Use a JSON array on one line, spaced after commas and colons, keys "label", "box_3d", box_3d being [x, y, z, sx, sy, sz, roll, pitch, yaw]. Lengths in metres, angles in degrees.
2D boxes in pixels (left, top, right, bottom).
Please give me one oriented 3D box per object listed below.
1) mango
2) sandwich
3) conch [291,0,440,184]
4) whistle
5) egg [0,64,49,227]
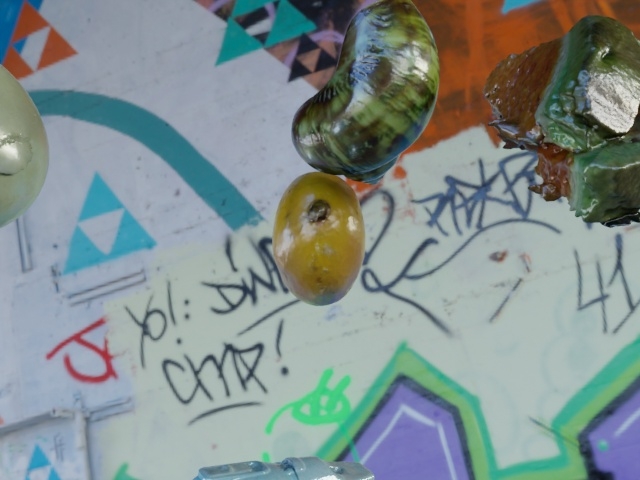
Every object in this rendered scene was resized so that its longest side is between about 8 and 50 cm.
[{"label": "mango", "box_3d": [0.000, 0.000, 0.897, 0.119, 0.177, 0.317, -4, -5, 2]}, {"label": "sandwich", "box_3d": [0.294, -0.163, 0.727, 0.250, 0.162, 0.301, -26, 30, -15]}, {"label": "conch", "box_3d": [0.057, -0.143, 0.714, 0.187, 0.124, 0.181, -40, -9, -19]}, {"label": "whistle", "box_3d": [-0.057, 0.323, 0.846, 0.273, 0.093, 0.186, 1, 4, -28]}, {"label": "egg", "box_3d": [-0.377, -0.104, 0.640, 0.186, 0.253, 0.187, -49, -25, -32]}]
